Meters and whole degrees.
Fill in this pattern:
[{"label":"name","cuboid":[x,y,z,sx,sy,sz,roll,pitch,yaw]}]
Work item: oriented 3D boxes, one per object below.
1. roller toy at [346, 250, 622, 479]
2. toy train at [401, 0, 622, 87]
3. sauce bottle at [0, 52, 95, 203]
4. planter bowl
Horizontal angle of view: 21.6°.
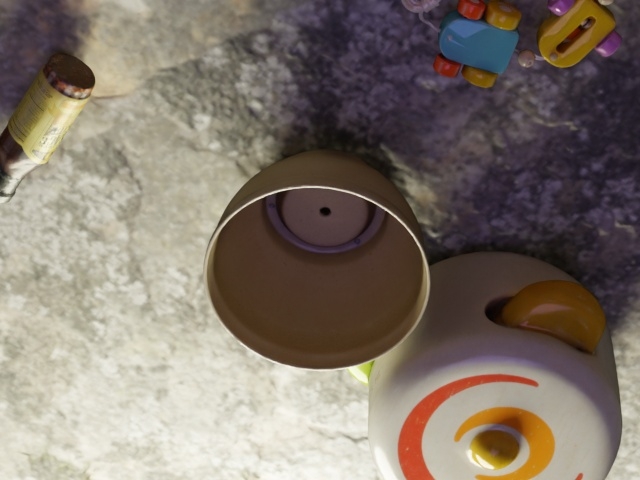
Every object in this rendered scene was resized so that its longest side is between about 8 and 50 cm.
[{"label":"roller toy","cuboid":[0.134,0.119,1.277,0.209,0.146,0.191,-19,121,16]},{"label":"toy train","cuboid":[0.143,-0.175,1.143,0.166,0.046,0.125,-18,119,12]},{"label":"sauce bottle","cuboid":[-0.211,-0.080,1.235,0.042,0.042,0.128,29,123,-14]},{"label":"planter bowl","cuboid":[0.000,0.000,1.230,0.162,0.109,0.162,2,123,3]}]
